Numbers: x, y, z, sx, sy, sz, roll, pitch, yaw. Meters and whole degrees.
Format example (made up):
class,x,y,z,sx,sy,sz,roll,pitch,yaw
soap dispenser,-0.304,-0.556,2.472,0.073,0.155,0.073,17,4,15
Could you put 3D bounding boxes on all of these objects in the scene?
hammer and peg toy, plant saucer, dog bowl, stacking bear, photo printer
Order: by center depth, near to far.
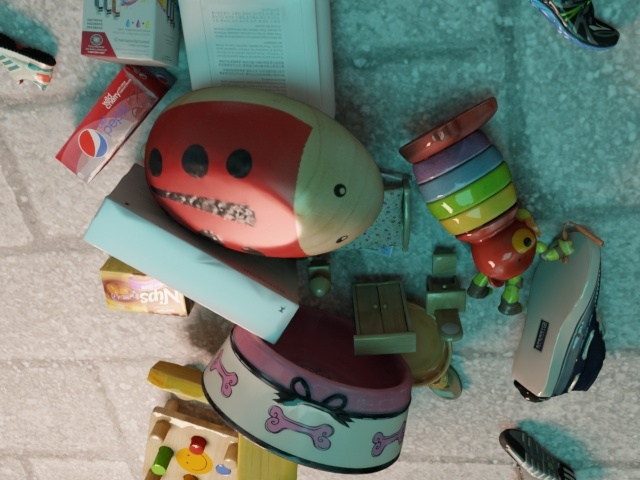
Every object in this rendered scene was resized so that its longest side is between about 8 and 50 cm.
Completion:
class,x,y,z,sx,sy,sz,roll,pitch,yaw
stacking bear,0.268,-0.066,1.387,0.164,0.175,0.289,-23,97,57
photo printer,-0.101,-0.300,1.398,0.255,0.107,0.308,4,124,14
dog bowl,-0.009,0.257,1.546,0.407,0.408,0.151,21,105,-1
plant saucer,0.177,0.209,1.689,0.199,0.037,0.200,9,115,20
hammer and peg toy,-0.283,0.488,1.952,0.265,0.127,0.362,18,125,2

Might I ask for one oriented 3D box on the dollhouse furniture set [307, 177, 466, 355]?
class,x,y,z,sx,sy,sz,roll,pitch,yaw
dollhouse furniture set,0.124,0.017,1.478,0.303,0.174,0.356,-4,123,0

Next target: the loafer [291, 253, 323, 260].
class,x,y,z,sx,sy,sz,roll,pitch,yaw
loafer,0.000,0.000,1.610,0.147,0.056,0.050,-16,155,14

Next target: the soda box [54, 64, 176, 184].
class,x,y,z,sx,sy,sz,roll,pitch,yaw
soda box,-0.385,-0.226,1.526,0.083,0.092,0.263,41,123,-12

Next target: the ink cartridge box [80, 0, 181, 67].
class,x,y,z,sx,sy,sz,roll,pitch,yaw
ink cartridge box,-0.307,-0.382,1.347,0.128,0.127,0.176,6,96,9

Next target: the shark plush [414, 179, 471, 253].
class,x,y,z,sx,sy,sz,roll,pitch,yaw
shark plush,0.223,-0.045,1.486,0.073,0.067,0.161,-22,89,31

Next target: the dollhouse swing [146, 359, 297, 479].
class,x,y,z,sx,sy,sz,roll,pitch,yaw
dollhouse swing,-0.207,0.421,1.703,0.304,0.347,0.316,3,86,-7

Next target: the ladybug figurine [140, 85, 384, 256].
class,x,y,z,sx,sy,sz,roll,pitch,yaw
ladybug figurine,-0.121,-0.095,1.355,0.449,0.162,0.305,11,132,24

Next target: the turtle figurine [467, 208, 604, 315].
class,x,y,z,sx,sy,sz,roll,pitch,yaw
turtle figurine,0.357,0.029,1.490,0.269,0.087,0.218,20,122,16

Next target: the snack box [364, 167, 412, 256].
class,x,y,z,sx,sy,sz,roll,pitch,yaw
snack box,0.123,-0.051,1.562,0.064,0.022,0.178,14,125,3

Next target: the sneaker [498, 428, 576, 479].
class,x,y,z,sx,sy,sz,roll,pitch,yaw
sneaker,0.451,0.518,1.823,0.228,0.086,0.132,38,126,-14

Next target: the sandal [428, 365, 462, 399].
class,x,y,z,sx,sy,sz,roll,pitch,yaw
sandal,0.243,0.277,1.733,0.072,0.049,0.180,-17,118,23

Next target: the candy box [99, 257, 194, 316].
class,x,y,z,sx,sy,sz,roll,pitch,yaw
candy box,-0.372,0.102,1.765,0.186,0.053,0.109,6,124,11

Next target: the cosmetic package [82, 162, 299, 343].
class,x,y,z,sx,sy,sz,roll,pitch,yaw
cosmetic package,-0.222,0.015,1.510,0.377,0.284,0.097,30,101,-10

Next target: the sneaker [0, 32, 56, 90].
class,x,y,z,sx,sy,sz,roll,pitch,yaw
sneaker,-0.577,-0.331,1.524,0.161,0.057,0.075,22,120,-5

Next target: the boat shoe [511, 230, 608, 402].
class,x,y,z,sx,sy,sz,roll,pitch,yaw
boat shoe,0.485,0.144,1.563,0.158,0.127,0.341,2,113,-33

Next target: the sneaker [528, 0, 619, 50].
class,x,y,z,sx,sy,sz,roll,pitch,yaw
sneaker,0.392,-0.364,1.262,0.188,0.067,0.078,38,129,-9
